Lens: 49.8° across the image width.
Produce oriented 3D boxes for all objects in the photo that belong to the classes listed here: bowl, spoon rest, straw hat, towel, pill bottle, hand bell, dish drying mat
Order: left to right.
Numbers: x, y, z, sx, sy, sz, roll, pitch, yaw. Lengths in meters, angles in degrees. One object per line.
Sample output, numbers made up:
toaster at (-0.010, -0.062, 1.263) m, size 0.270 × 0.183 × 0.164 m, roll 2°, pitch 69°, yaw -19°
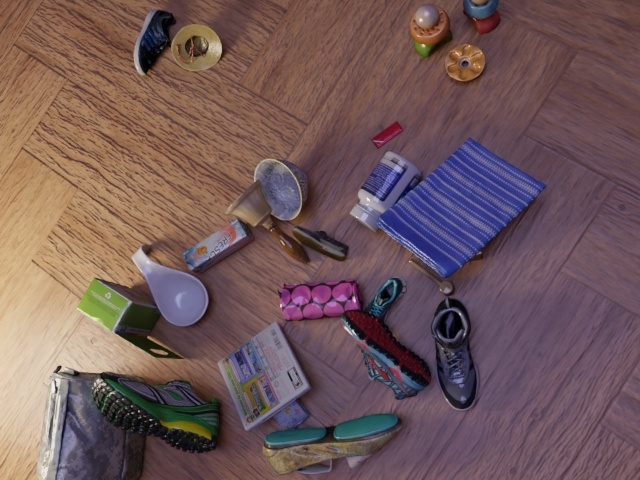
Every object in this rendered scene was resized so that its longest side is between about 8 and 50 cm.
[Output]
spoon rest at (-0.412, 0.114, 1.847) m, size 0.276 × 0.084 × 0.137 m, roll 42°, pitch 92°, yaw 19°
straw hat at (-0.352, -0.559, 1.968) m, size 0.145 × 0.144 × 0.061 m, roll -20°, pitch 35°, yaw 10°
hand bell at (-0.119, -0.030, 1.787) m, size 0.242 × 0.126 × 0.126 m, roll 45°, pitch 93°, yaw -5°
bowl at (-0.086, -0.145, 1.798) m, size 0.170 × 0.170 × 0.080 m, roll 42°, pitch 48°, yaw 18°
pill bottle at (0.160, -0.119, 1.728) m, size 0.112 × 0.112 × 0.186 m, roll 36°, pitch 89°, yaw 18°
dish drying mat at (0.175, -0.277, 1.808) m, size 0.083 × 0.008 × 0.032 m, roll -35°, pitch 72°, yaw 6°
towel at (0.325, -0.085, 1.628) m, size 0.336 × 0.040 × 0.243 m, roll -41°, pitch 55°, yaw -11°

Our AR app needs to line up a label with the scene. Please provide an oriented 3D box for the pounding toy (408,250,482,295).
pounding toy at (0.298, 0.028, 1.673) m, size 0.181 × 0.094 × 0.205 m, roll -8°, pitch 77°, yaw 13°

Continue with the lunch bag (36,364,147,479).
lunch bag at (-0.586, 0.473, 1.733) m, size 0.213 × 0.256 × 0.304 m, roll 2°, pitch 80°, yaw 15°

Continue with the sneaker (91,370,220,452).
sneaker at (-0.402, 0.402, 1.699) m, size 0.134 × 0.344 × 0.146 m, roll -34°, pitch 35°, yaw 37°

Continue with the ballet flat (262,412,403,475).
ballet flat at (0.036, 0.496, 1.653) m, size 0.349 × 0.123 × 0.123 m, roll -12°, pitch 77°, yaw 11°

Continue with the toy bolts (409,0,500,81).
toy bolts at (0.361, -0.540, 1.731) m, size 0.229 × 0.158 × 0.218 m, roll -39°, pitch 73°, yaw 5°

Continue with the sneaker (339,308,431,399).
sneaker at (0.131, 0.281, 1.651) m, size 0.262 × 0.104 × 0.125 m, roll 44°, pitch 124°, yaw 9°

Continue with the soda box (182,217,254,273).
soda box at (-0.272, 0.017, 1.839) m, size 0.183 × 0.063 × 0.058 m, roll -32°, pitch 71°, yaw 7°

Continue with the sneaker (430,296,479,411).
sneaker at (0.305, 0.261, 1.595) m, size 0.101 × 0.153 × 0.268 m, roll -8°, pitch 78°, yaw 13°

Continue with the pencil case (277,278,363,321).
pencil case at (0.002, 0.146, 1.733) m, size 0.210 × 0.095 × 0.098 m, roll -5°, pitch 61°, yaw 11°

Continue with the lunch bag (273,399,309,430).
lunch bag at (-0.080, 0.424, 1.717) m, size 0.071 × 0.053 × 0.083 m, roll -41°, pitch 93°, yaw 3°

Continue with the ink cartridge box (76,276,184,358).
ink cartridge box at (-0.468, 0.207, 1.790) m, size 0.255 × 0.189 × 0.097 m, roll 27°, pitch 86°, yaw 16°

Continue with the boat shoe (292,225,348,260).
boat shoe at (0.000, 0.000, 1.771) m, size 0.152 × 0.056 × 0.049 m, roll 30°, pitch 68°, yaw -6°

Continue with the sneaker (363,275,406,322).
sneaker at (0.146, 0.156, 1.698) m, size 0.065 × 0.076 × 0.166 m, roll 31°, pitch 89°, yaw 19°

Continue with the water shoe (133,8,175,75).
water shoe at (-0.481, -0.576, 2.003) m, size 0.080 × 0.073 × 0.203 m, roll 11°, pitch 83°, yaw 14°

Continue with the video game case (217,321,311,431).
video game case at (-0.144, 0.338, 1.731) m, size 0.193 × 0.023 × 0.212 m, roll -36°, pitch 53°, yaw 6°
